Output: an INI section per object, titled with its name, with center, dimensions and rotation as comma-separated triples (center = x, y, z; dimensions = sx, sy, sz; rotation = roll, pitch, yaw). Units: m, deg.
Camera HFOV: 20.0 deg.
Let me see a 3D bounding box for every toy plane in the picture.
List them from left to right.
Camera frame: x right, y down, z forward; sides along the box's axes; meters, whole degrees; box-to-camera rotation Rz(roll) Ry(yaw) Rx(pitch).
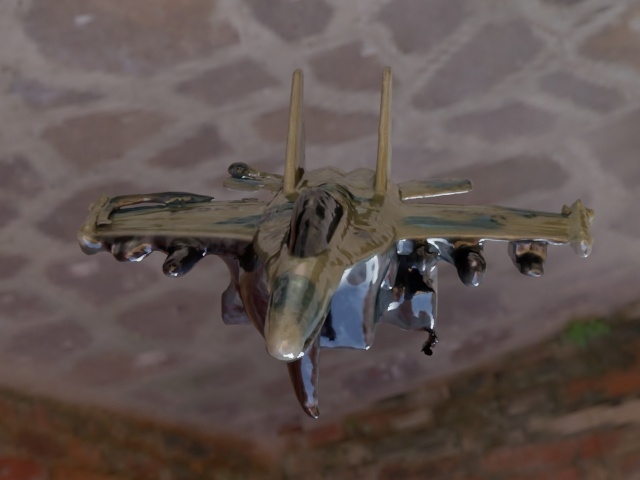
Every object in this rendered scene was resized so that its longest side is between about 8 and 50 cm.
[toy plane]
center = 0.000, 0.011, 0.620
dimensions = 0.192, 0.088, 0.262
rotation = 1, -158, 5
